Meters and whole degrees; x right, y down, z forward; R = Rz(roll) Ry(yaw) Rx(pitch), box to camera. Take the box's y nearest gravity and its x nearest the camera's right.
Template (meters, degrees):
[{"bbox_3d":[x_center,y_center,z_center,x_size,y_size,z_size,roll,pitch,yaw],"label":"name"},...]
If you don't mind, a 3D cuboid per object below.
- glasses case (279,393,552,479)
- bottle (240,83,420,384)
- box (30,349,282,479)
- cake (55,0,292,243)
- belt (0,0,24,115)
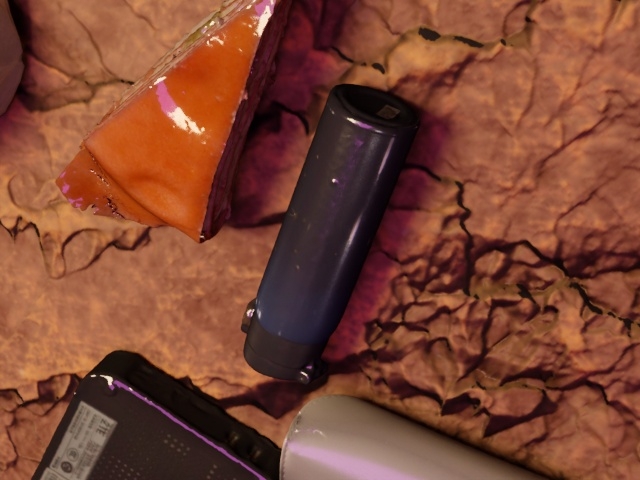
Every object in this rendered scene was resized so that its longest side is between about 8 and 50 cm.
[{"bbox_3d":[0.115,0.229,1.011,0.308,0.083,0.128,22,123,10],"label":"glasses case"},{"bbox_3d":[0.000,0.000,0.963,0.082,0.072,0.244,30,119,19],"label":"bottle"},{"bbox_3d":[-0.180,0.282,1.154,0.211,0.058,0.350,32,118,6],"label":"box"},{"bbox_3d":[-0.079,-0.104,0.939,0.135,0.098,0.287,44,123,0],"label":"cake"},{"bbox_3d":[-0.382,-0.226,0.986,0.212,0.117,0.347,-24,100,27],"label":"belt"}]
